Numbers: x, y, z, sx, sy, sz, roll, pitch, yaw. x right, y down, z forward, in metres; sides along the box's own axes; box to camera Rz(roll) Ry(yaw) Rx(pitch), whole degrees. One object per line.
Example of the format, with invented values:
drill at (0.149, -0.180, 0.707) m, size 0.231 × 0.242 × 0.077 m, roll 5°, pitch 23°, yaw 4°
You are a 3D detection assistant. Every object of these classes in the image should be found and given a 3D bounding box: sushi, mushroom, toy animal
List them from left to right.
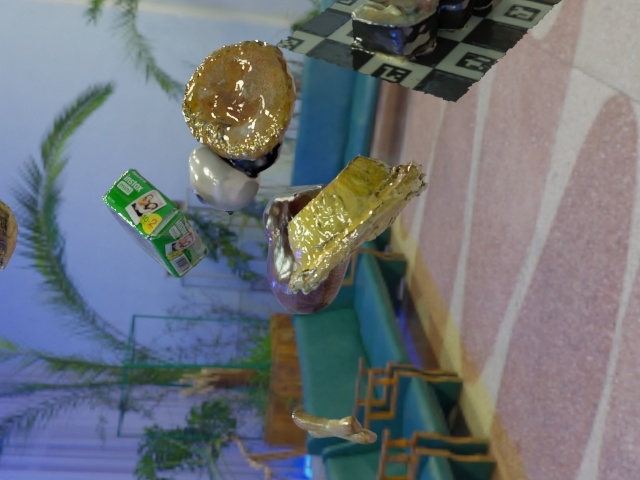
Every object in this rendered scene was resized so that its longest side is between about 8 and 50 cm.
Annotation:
toy animal at (-0.203, -0.179, 1.876) m, size 0.165 × 0.187 × 0.235 m, roll 46°, pitch 111°, yaw 34°
mushroom at (0.000, 0.000, 1.968) m, size 0.345 × 0.259 × 0.346 m, roll -178°, pitch 90°, yaw -68°
sushi at (0.153, -0.364, 1.166) m, size 0.373 × 0.296 × 0.100 m, roll -44°, pitch -34°, yaw -37°

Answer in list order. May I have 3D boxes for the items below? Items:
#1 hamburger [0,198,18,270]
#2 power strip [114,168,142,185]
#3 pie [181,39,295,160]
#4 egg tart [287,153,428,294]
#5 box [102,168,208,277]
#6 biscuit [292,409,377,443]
hamburger at (-0.905, -0.029, 2.118) m, size 0.163 × 0.244 × 0.245 m, roll -11°, pitch -72°, yaw -62°
power strip at (-0.536, -0.124, 2.440) m, size 0.192 × 0.081 × 0.035 m, roll 53°, pitch 178°, yaw -4°
pie at (-0.163, -0.286, 1.637) m, size 0.069 × 0.273 × 0.274 m, roll 31°, pitch -123°, yaw -61°
egg tart at (0.039, -0.035, 1.276) m, size 0.288 × 0.118 × 0.288 m, roll -45°, pitch 3°, yaw 3°
box at (-0.360, -0.031, 1.796) m, size 0.103 × 0.180 × 0.250 m, roll -47°, pitch -22°, yaw -15°
biscuit at (0.038, 0.527, 2.280) m, size 0.164 × 0.207 × 0.047 m, roll 45°, pitch -128°, yaw -48°
